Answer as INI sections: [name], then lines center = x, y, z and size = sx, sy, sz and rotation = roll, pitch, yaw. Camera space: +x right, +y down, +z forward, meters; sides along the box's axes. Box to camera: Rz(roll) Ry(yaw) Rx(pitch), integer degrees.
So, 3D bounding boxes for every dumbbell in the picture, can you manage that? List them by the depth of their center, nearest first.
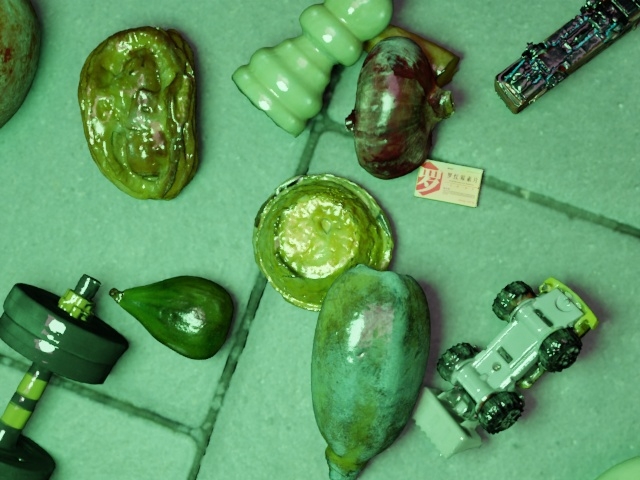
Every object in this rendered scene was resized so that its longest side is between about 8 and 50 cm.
[dumbbell]
center = -0.415, 0.223, 1.331
size = 0.185, 0.185, 0.388
rotation = 29, 88, 6

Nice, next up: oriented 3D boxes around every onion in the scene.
[onion]
center = 0.104, -0.183, 1.336
size = 0.151, 0.098, 0.206
rotation = 4, 104, 29

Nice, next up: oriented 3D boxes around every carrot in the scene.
[carrot]
center = 0.101, -0.287, 1.403
size = 0.205, 0.072, 0.072
rotation = 30, 88, 14

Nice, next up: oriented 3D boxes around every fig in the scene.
[fig]
center = -0.214, 0.100, 1.360
size = 0.177, 0.117, 0.117
rotation = 16, 86, 2

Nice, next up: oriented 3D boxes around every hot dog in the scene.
[hot dog]
center = -0.260, -0.189, 1.391
size = 0.175, 0.114, 0.259
rotation = -8, 83, 5

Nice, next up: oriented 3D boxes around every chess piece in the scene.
[chess piece]
center = 0.000, -0.277, 1.348
size = 0.133, 0.133, 0.243
rotation = 46, 101, 7

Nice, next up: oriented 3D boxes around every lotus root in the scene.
[lotus root]
center = 0.064, 0.194, 1.303
size = 0.158, 0.140, 0.322
rotation = 5, 97, -28

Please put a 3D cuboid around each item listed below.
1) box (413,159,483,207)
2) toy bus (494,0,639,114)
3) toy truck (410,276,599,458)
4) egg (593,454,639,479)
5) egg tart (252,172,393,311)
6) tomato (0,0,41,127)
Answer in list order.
[box]
center = 0.188, -0.084, 1.395
size = 0.093, 0.015, 0.058
rotation = 11, 84, 5
[toy bus]
center = 0.357, -0.275, 1.360
size = 0.235, 0.096, 0.073
rotation = -36, 82, 1
[toy truck]
center = 0.257, 0.178, 1.317
size = 0.286, 0.111, 0.136
rotation = -46, 52, 8
[egg]
center = 0.490, 0.403, 1.194
size = 0.345, 0.283, 0.283
rotation = -6, 84, -10
[egg tart]
center = 0.001, 0.000, 1.369
size = 0.212, 0.090, 0.212
rotation = -1, 81, 5
[tomato]
center = -0.563, -0.286, 1.350
size = 0.317, 0.282, 0.316
rotation = 0, 89, -7
